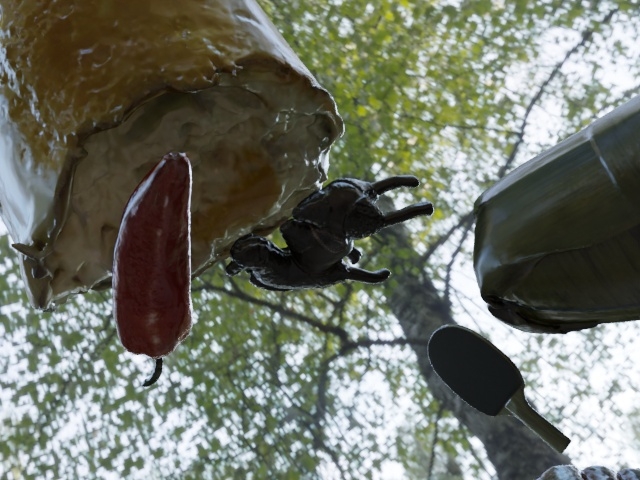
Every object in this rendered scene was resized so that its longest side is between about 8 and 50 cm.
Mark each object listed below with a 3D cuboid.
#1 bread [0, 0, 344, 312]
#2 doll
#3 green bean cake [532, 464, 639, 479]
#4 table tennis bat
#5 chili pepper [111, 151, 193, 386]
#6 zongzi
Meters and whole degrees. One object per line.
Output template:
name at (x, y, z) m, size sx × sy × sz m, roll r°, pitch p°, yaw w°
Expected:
bread at (-0.216, -0.167, 0.943) m, size 0.361 × 0.394 × 0.250 m, roll -30°, pitch -22°, yaw -10°
doll at (0.000, 0.000, 0.801) m, size 0.165 × 0.057 × 0.139 m, roll -2°, pitch -38°, yaw -29°
green bean cake at (0.298, 0.323, 0.904) m, size 0.232 × 0.097 × 0.199 m, roll 4°, pitch -70°, yaw -8°
table tennis bat at (0.256, 0.217, 1.312) m, size 0.022 × 0.246 × 0.138 m, roll -39°, pitch -19°, yaw -37°
chili pepper at (-0.140, 0.029, 0.768) m, size 0.071 × 0.063 × 0.272 m, roll 8°, pitch -51°, yaw -4°
zongzi at (0.285, 0.010, 0.610) m, size 0.286 × 0.138 × 0.300 m, roll -34°, pitch -53°, yaw 30°
